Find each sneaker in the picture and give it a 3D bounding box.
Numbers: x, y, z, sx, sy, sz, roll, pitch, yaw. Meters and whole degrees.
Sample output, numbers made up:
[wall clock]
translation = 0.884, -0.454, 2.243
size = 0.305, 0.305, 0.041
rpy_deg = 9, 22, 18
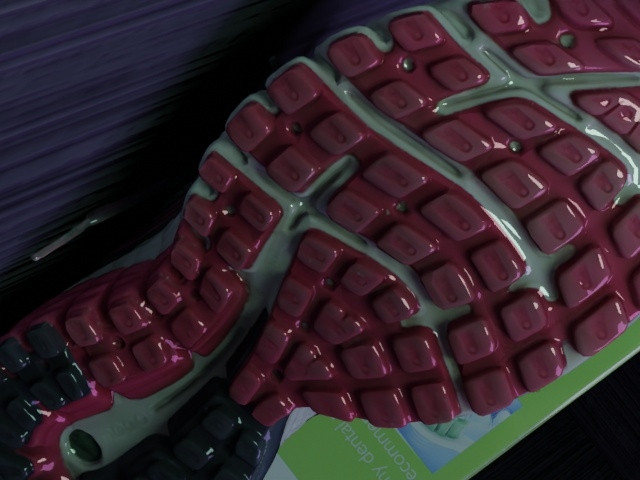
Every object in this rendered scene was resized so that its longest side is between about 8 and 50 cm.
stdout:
[sneaker]
translation = 0.000, 0.000, 0.585
size = 0.299, 0.121, 0.112
rpy_deg = -29, -167, 35

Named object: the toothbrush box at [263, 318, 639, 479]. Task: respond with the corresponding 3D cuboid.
[toothbrush box]
translation = 0.058, 0.024, 0.795
size = 0.283, 0.122, 0.206
rpy_deg = -40, 178, 9
